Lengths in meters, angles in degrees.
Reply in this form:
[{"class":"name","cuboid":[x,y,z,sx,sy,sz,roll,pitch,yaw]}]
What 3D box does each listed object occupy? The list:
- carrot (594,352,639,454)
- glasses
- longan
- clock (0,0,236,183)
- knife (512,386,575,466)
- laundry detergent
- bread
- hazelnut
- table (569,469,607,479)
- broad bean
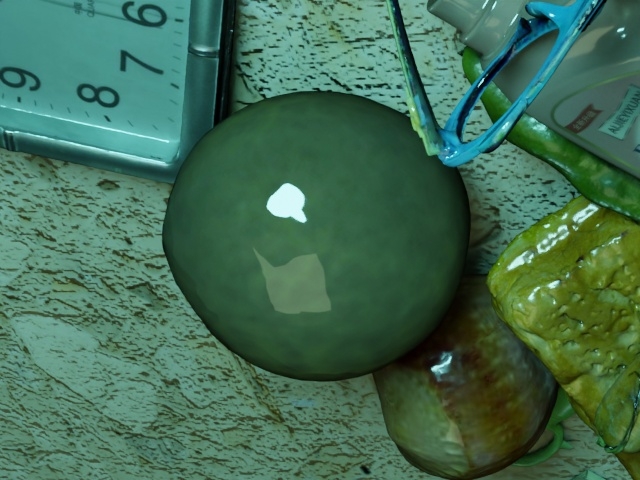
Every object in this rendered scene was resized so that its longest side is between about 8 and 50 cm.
[{"class":"carrot","cuboid":[0.254,0.038,1.252,0.049,0.049,0.254,27,109,-15]},{"class":"glasses","cuboid":[0.086,-0.177,1.058,0.207,0.102,0.239,43,109,19]},{"class":"longan","cuboid":[0.000,0.000,1.250,0.198,0.198,0.212,7,143,9]},{"class":"clock","cuboid":[-0.188,-0.158,1.221,0.279,0.049,0.273,13,141,2]},{"class":"knife","cuboid":[0.195,0.124,1.475,0.054,0.015,0.212,22,141,-11]},{"class":"laundry detergent","cuboid":[0.193,-0.119,1.131,0.237,0.076,0.171,29,136,-12]},{"class":"bread","cuboid":[0.224,0.073,1.340,0.139,0.077,0.271,-36,129,10]},{"class":"hazelnut","cuboid":[0.105,0.096,1.382,0.143,0.143,0.154,-4,122,22]},{"class":"table","cuboid":[0.222,0.239,1.571,0.083,0.062,0.079,30,139,-18]},{"class":"broad bean","cuboid":[0.166,-0.056,1.224,0.195,0.061,0.046,25,138,-13]}]
